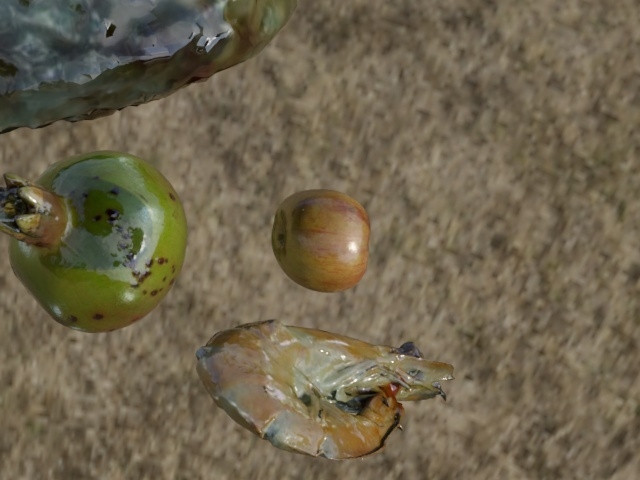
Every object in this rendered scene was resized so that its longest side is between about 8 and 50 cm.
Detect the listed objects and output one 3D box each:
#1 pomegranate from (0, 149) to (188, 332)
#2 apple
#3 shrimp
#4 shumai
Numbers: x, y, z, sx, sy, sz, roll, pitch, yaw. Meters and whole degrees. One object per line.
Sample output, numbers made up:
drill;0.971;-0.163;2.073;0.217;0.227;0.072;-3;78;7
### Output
pomegranate;-0.205;-0.004;1.511;0.205;0.159;0.159;26;32;-53
apple;0.000;0.000;1.347;0.071;0.084;0.084;1;53;-11
shrimp;0.012;0.079;0.948;0.180;0.041;0.099;4;30;-46
shumai;-0.207;-0.257;1.145;0.395;0.348;0.395;-10;24;5
